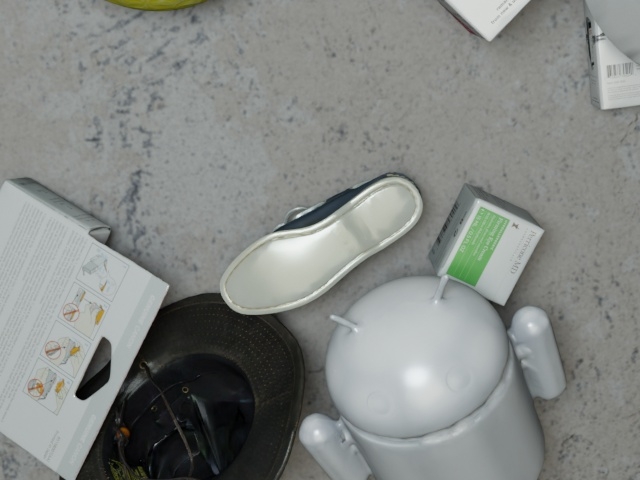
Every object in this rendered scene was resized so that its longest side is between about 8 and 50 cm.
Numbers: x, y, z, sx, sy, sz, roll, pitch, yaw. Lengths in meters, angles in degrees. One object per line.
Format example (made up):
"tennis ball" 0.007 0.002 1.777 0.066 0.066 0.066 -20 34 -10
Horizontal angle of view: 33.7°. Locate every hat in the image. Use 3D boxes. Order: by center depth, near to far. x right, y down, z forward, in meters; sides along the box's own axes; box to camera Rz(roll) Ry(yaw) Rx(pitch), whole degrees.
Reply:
"hat" -0.140 0.235 1.235 0.331 0.331 0.134 -30 140 8

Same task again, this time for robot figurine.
"robot figurine" 0.127 0.180 1.163 0.300 0.199 0.353 -28 128 -3

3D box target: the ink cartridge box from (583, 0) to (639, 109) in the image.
"ink cartridge box" 0.347 -0.219 1.165 0.099 0.056 0.135 -7 103 2

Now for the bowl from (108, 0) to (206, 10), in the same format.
"bowl" -0.172 -0.363 1.004 0.290 0.156 0.289 0 104 1

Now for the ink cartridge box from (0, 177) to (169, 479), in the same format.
"ink cartridge box" -0.313 0.101 1.224 0.239 0.060 0.275 30 103 13

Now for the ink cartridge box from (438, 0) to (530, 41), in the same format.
"ink cartridge box" 0.114 -0.325 1.085 0.237 0.172 0.100 43 101 -8

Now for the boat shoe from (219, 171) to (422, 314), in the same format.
"boat shoe" 0.000 0.000 1.218 0.255 0.079 0.095 -35 98 7

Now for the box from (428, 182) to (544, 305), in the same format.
"box" 0.186 0.003 1.202 0.087 0.102 0.101 24 102 -7

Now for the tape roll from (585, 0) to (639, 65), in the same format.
"tape roll" 0.401 -0.297 1.041 0.246 0.169 0.246 2 81 -13
